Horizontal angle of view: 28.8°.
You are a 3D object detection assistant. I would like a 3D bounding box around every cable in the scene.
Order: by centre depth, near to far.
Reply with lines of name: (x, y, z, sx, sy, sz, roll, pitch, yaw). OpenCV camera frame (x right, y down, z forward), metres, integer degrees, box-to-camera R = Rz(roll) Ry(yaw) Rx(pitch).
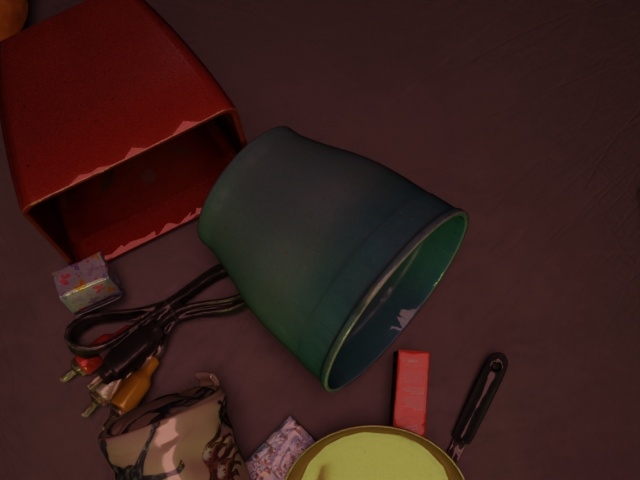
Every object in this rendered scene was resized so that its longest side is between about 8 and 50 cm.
cable: (-0.213, 0.112, 1.616, 0.287, 0.072, 0.139, -39, 68, -17)

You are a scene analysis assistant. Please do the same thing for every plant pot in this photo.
plant pot: (0.000, 0.000, 1.529, 0.255, 0.272, 0.272, 39, 84, 16)
plant pot: (-0.257, -0.150, 1.540, 0.267, 0.267, 0.236, -27, 73, -5)
plant pot: (0.068, 0.326, 1.552, 0.236, 0.032, 0.236, 1, 113, 4)

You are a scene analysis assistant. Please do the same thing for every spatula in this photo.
spatula: (0.171, 0.279, 1.604, 0.084, 0.030, 0.297, 25, 83, 4)

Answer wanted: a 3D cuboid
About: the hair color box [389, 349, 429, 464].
hair color box: (0.112, 0.212, 1.590, 0.043, 0.072, 0.141, 4, 83, 0)

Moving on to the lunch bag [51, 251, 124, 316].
lunch bag: (-0.293, 0.062, 1.591, 0.071, 0.083, 0.053, -23, 63, -3)

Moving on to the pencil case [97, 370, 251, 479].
pencil case: (-0.124, 0.371, 1.503, 0.183, 0.160, 0.410, -20, 88, -47)

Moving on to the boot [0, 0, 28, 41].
boot: (-0.528, -0.330, 1.620, 0.295, 0.104, 0.211, 19, 83, -4)

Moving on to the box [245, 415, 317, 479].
box: (-0.053, 0.305, 1.597, 0.094, 0.027, 0.137, 44, 84, 5)
